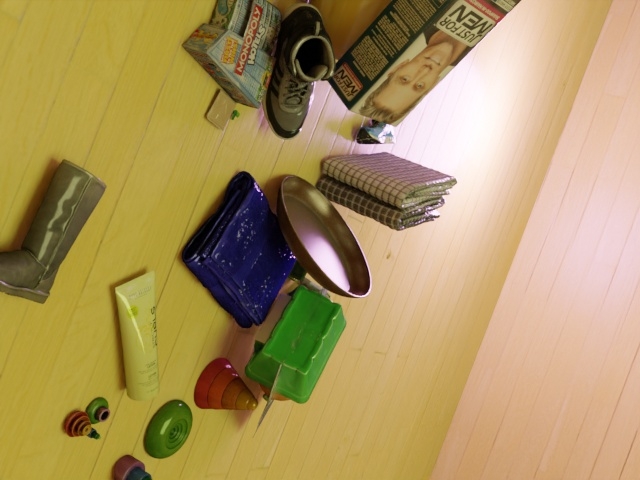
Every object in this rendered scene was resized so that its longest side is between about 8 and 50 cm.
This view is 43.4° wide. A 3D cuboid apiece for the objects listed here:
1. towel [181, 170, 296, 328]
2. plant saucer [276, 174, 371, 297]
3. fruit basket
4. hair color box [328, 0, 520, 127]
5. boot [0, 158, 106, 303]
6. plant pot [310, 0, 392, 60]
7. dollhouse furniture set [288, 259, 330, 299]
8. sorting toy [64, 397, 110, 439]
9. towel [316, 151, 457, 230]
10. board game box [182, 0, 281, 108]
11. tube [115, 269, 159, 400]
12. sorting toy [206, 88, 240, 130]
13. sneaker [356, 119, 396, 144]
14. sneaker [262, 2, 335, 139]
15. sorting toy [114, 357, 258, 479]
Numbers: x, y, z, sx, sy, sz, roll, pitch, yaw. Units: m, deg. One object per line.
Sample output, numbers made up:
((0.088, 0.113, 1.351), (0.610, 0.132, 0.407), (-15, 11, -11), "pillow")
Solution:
((-0.147, 0.032, 1.659), (0.227, 0.076, 0.308), (-58, 149, -19), "towel")
((0.000, 0.000, 1.740), (0.050, 0.310, 0.311), (-35, 159, 20), "plant saucer")
((-0.075, 0.262, 1.844), (0.327, 0.166, 0.353), (-61, 180, -29), "fruit basket")
((0.190, -0.378, 1.502), (0.347, 0.105, 0.174), (-44, 151, 26), "hair color box")
((-0.408, -0.021, 1.174), (0.208, 0.076, 0.189), (-59, 165, -4), "boot")
((0.086, -0.480, 1.582), (0.254, 0.254, 0.239), (-19, 140, -55), "plant pot")
((-0.022, 0.084, 1.908), (0.058, 0.076, 0.152), (-63, 150, -10), "dollhouse furniture set")
((-0.406, 0.325, 1.435), (0.102, 0.042, 0.061), (-25, 129, -53), "sorting toy")
((0.158, -0.122, 1.925), (0.284, 0.235, 0.121), (-16, 125, -55), "towel")
((-0.149, -0.353, 1.421), (0.194, 0.060, 0.194), (13, 97, -62), "board game box")
((-0.329, 0.177, 1.461), (0.070, 0.062, 0.240), (-106, -163, -67), "tube")
((-0.179, -0.237, 1.495), (0.083, 0.012, 0.062), (36, 77, -60), "sorting toy")
((0.133, -0.273, 1.982), (0.162, 0.064, 0.073), (-12, 101, -62), "sneaker")
((-0.043, -0.299, 1.513), (0.101, 0.153, 0.268), (3, 118, -16), "sneaker")
((-0.256, 0.394, 1.654), (0.365, 0.126, 0.127), (-43, 142, -41), "sorting toy")
